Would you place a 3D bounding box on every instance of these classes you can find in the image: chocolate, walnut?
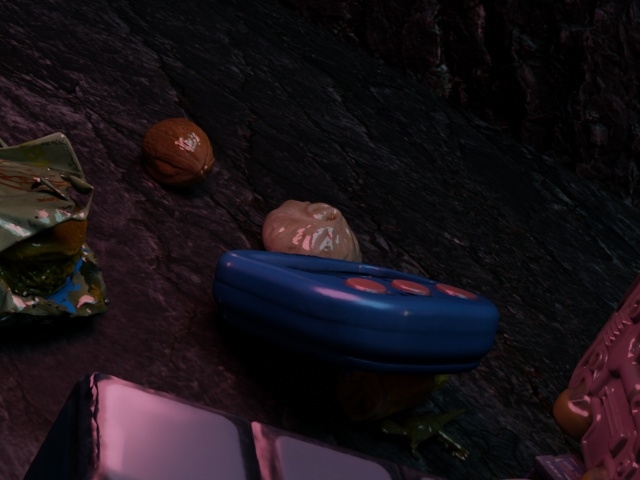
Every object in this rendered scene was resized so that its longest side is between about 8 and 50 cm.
[{"bbox_3d":[0.110,0.196,1.382,0.085,0.085,0.219,46,24,27],"label":"chocolate"},{"bbox_3d":[-0.223,-0.136,1.579,0.124,0.105,0.105,26,20,23],"label":"walnut"}]

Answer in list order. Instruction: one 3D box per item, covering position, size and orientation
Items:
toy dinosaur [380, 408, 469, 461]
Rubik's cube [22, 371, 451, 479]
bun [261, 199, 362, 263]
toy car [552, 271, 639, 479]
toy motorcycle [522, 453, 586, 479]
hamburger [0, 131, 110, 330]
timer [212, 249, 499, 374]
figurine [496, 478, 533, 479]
[{"bbox_3d":[0.140,0.244,1.374,0.126,0.039,0.162,29,23,-5],"label":"toy dinosaur"},{"bbox_3d":[-0.043,0.341,0.587,0.362,0.359,0.363,22,26,-20],"label":"Rubik's cube"},{"bbox_3d":[0.000,0.000,1.584,0.183,0.102,0.183,29,25,-15],"label":"bun"},{"bbox_3d":[0.401,0.193,1.061,0.226,0.242,0.336,25,23,-8],"label":"toy car"},{"bbox_3d":[0.340,0.338,1.224,0.358,0.212,0.125,7,34,-44],"label":"toy motorcycle"},{"bbox_3d":[-0.344,-0.025,1.163,0.276,0.150,0.260,38,26,10],"label":"hamburger"},{"bbox_3d":[0.046,0.091,1.339,0.340,0.115,0.309,6,8,-45],"label":"timer"},{"bbox_3d":[0.165,0.345,0.974,0.176,0.236,0.133,34,24,5],"label":"figurine"}]
